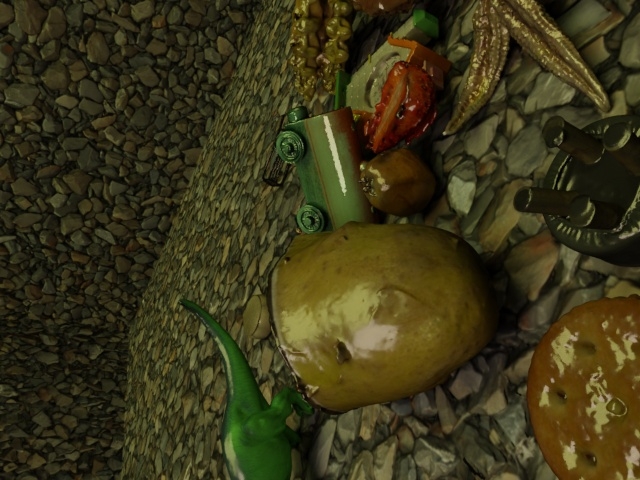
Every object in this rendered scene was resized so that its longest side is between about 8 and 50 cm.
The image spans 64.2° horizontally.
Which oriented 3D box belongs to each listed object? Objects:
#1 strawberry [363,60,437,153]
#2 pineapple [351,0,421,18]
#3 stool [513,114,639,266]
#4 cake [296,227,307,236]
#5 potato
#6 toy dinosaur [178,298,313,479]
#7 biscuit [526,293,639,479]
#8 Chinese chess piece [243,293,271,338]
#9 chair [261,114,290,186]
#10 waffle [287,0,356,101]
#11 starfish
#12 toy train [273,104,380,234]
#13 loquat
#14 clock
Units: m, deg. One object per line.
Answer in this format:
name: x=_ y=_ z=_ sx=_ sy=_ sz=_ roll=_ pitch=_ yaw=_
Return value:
strawberry: x=0.144 y=-0.228 z=0.902 sx=0.188 sy=0.082 sz=0.121 roll=124 pitch=148 yaw=-60
pineapple: x=0.150 y=-0.602 z=1.072 sx=0.223 sy=0.222 sz=0.357 roll=-55 pitch=9 yaw=31
stool: x=0.318 y=-0.068 z=0.524 sx=0.228 sy=0.139 sz=0.154 roll=-42 pitch=42 yaw=50
cake: x=0.000 y=0.000 z=1.172 sx=0.115 sy=0.112 sz=0.296 roll=-29 pitch=38 yaw=47
potato: x=0.117 y=0.084 z=0.789 sx=0.295 sy=0.290 sz=0.397 roll=-26 pitch=6 yaw=20
toy dinosaur: x=-0.177 y=0.371 z=0.931 sx=0.144 sy=0.500 sz=0.374 roll=-45 pitch=2 yaw=30
biscuit: x=0.305 y=0.162 z=0.501 sx=0.220 sy=0.066 sz=0.221 roll=-34 pitch=50 yaw=52
Chinese chess piece: x=-0.165 y=0.207 z=1.385 sx=0.122 sy=0.051 sz=0.122 roll=-35 pitch=47 yaw=50
chair: x=-0.100 y=-0.253 z=1.488 sx=0.213 sy=0.084 sz=0.101 roll=-70 pitch=23 yaw=6
waffle: x=0.008 y=-0.494 z=1.235 sx=0.324 sy=0.150 sz=0.262 roll=-141 pitch=58 yaw=-88
starfish: x=0.239 y=-0.354 z=0.731 sx=0.384 sy=0.132 sz=0.399 roll=-122 pitch=21 yaw=-62
toy train: x=0.022 y=-0.134 z=1.022 sx=0.177 sy=0.116 sz=0.286 roll=-6 pitch=106 yaw=34
loquat: x=0.134 y=-0.102 z=0.899 sx=0.113 sy=0.137 sz=0.137 roll=120 pitch=152 yaw=-45
clock: x=0.139 y=-0.313 z=1.038 sx=0.255 sy=0.106 sz=0.220 roll=-33 pitch=47 yaw=52
